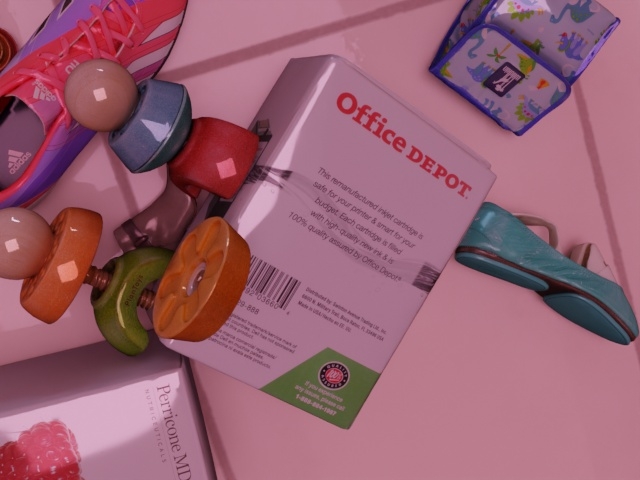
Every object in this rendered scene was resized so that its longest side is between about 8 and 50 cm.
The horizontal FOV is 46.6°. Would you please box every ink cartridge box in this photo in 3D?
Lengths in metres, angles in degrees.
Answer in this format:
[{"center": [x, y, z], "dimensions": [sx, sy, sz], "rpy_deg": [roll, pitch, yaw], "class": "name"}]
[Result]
[{"center": [0.000, 0.000, 0.713], "dimensions": [0.211, 0.121, 0.289], "rpy_deg": [31, 90, -25], "class": "ink cartridge box"}]

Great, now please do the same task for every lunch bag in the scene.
[{"center": [0.203, -0.201, 0.763], "dimensions": [0.128, 0.096, 0.151], "rpy_deg": [32, 104, -16], "class": "lunch bag"}]

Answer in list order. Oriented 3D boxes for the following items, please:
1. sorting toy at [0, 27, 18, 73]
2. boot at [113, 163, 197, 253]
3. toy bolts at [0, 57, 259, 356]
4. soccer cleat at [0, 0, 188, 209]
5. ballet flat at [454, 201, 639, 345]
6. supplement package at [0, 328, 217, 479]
[{"center": [-0.325, -0.194, 0.680], "dimensions": [0.102, 0.042, 0.061], "rpy_deg": [32, 90, -13], "class": "sorting toy"}, {"center": [-0.162, -0.020, 0.735], "dimensions": [0.086, 0.042, 0.119], "rpy_deg": [-20, 100, -6], "class": "boot"}, {"center": [-0.156, -0.037, 0.599], "dimensions": [0.158, 0.218, 0.229], "rpy_deg": [30, 71, -30], "class": "toy bolts"}, {"center": [-0.223, -0.149, 0.667], "dimensions": [0.108, 0.116, 0.318], "rpy_deg": [38, 89, -13], "class": "soccer cleat"}, {"center": [0.259, 0.029, 0.808], "dimensions": [0.247, 0.083, 0.087], "rpy_deg": [27, 77, -15], "class": "ballet flat"}, {"center": [-0.250, 0.208, 0.676], "dimensions": [0.292, 0.175, 0.178], "rpy_deg": [-14, 99, -10], "class": "supplement package"}]
